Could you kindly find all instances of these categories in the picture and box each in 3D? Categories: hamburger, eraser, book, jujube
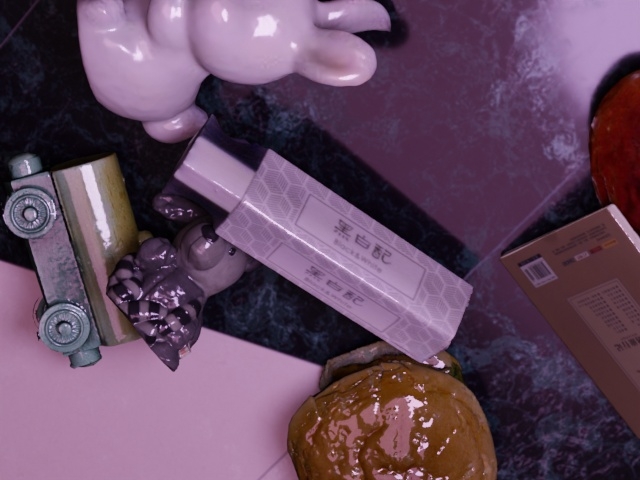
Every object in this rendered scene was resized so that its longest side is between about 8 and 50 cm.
[{"bbox_3d":[0.094,0.285,1.823,0.265,0.134,0.285,-21,102,18],"label":"hamburger"},{"bbox_3d":[0.000,0.000,1.718,0.404,0.098,0.096,33,144,-11],"label":"eraser"},{"bbox_3d":[0.384,0.109,1.712,0.310,0.021,0.217,52,145,-6],"label":"book"},{"bbox_3d":[0.416,-0.083,1.651,0.190,0.190,0.255,7,123,9],"label":"jujube"}]

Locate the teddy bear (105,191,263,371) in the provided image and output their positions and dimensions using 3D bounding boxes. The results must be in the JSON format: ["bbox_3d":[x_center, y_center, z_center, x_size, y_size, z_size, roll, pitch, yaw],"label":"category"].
[{"bbox_3d":[-0.180,0.024,1.774,0.171,0.144,0.251,34,79,11],"label":"teddy bear"}]

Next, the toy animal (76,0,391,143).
[{"bbox_3d":[-0.105,-0.246,1.692,0.368,0.196,0.241,-7,125,16],"label":"toy animal"}]

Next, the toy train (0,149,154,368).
[{"bbox_3d":[-0.325,0.016,1.856,0.189,0.126,0.307,-19,102,-17],"label":"toy train"}]
